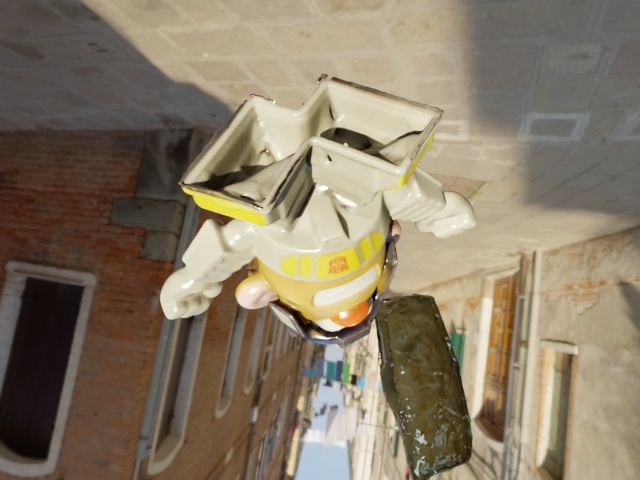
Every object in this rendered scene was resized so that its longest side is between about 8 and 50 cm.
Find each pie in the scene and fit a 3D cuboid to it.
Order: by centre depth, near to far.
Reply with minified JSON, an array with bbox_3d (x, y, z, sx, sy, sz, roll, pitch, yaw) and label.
[{"bbox_3d":[0.158,0.220,0.772,0.128,0.283,0.068,-10,174,-23],"label":"pie"}]

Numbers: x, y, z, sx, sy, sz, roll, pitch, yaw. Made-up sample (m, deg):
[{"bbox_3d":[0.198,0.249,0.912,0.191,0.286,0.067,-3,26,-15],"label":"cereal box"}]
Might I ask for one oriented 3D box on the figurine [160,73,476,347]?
[{"bbox_3d":[0.003,-0.003,0.472,0.308,0.143,0.309,-1,149,0],"label":"figurine"}]
